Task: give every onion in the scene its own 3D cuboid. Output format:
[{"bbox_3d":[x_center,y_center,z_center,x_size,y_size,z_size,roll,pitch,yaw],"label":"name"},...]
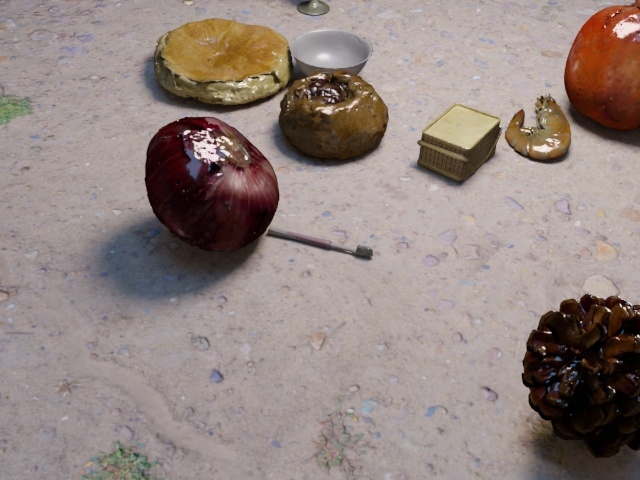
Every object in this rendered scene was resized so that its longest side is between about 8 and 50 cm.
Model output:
[{"bbox_3d":[-0.197,-0.089,1.423,0.252,0.219,0.252,26,47,-33],"label":"onion"}]

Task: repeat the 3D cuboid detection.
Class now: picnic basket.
[{"bbox_3d":[0.279,-0.199,1.663,0.115,0.079,0.164,26,45,28],"label":"picnic basket"}]

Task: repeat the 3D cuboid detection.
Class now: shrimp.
[{"bbox_3d":[0.460,-0.245,1.764,0.133,0.053,0.236,-10,41,17],"label":"shrimp"}]

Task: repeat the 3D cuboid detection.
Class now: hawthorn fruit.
[{"bbox_3d":[0.658,-0.400,1.758,0.276,0.307,0.276,-4,28,2],"label":"hawthorn fruit"}]

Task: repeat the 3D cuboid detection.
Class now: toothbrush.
[{"bbox_3d":[0.000,0.002,1.461,0.194,0.017,0.014,12,35,15],"label":"toothbrush"}]

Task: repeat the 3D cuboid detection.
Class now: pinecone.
[{"bbox_3d":[0.367,0.170,1.102,0.222,0.221,0.221,1,40,-1],"label":"pinecone"}]

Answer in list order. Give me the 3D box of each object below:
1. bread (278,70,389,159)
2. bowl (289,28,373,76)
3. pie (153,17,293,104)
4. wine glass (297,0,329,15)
[{"bbox_3d":[0.025,-0.264,1.697,0.230,0.123,0.230,3,42,-2],"label":"bread"},{"bbox_3d":[0.025,-0.403,1.887,0.189,0.086,0.189,0,41,0],"label":"bowl"},{"bbox_3d":[-0.222,-0.412,1.887,0.340,0.083,0.339,2,38,-2],"label":"pie"},{"bbox_3d":[-0.015,-0.693,2.138,0.093,0.202,0.093,2,42,-1],"label":"wine glass"}]
